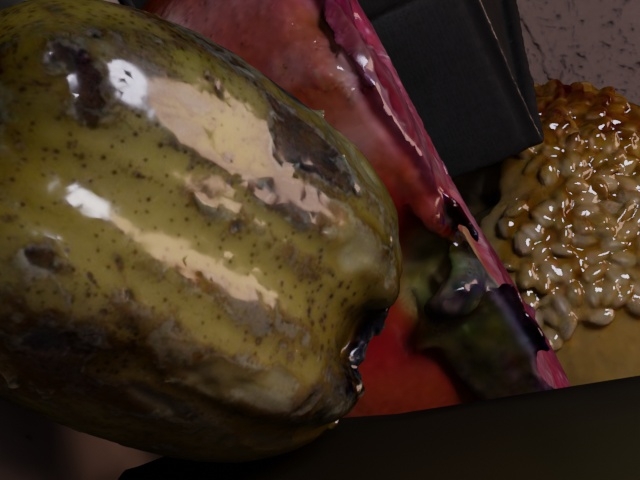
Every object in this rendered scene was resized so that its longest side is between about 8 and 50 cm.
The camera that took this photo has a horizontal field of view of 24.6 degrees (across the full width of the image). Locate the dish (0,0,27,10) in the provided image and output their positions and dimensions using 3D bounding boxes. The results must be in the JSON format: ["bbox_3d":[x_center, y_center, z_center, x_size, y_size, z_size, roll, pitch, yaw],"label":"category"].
[{"bbox_3d":[-0.181,-0.192,0.592,0.182,0.080,0.243,-97,162,-46],"label":"dish"}]

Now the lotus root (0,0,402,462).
[{"bbox_3d":[-0.086,-0.012,0.528,0.278,0.154,0.154,28,37,-38],"label":"lotus root"}]

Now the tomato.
[{"bbox_3d":[-0.001,0.006,0.775,0.335,0.176,0.290,57,9,-17],"label":"tomato"}]

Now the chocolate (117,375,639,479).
[{"bbox_3d":[0.068,0.231,0.510,0.314,0.326,0.297,-61,145,-76],"label":"chocolate"}]

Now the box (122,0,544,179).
[{"bbox_3d":[0.011,-0.193,1.065,0.251,0.204,0.345,62,15,-23],"label":"box"}]

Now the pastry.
[{"bbox_3d":[0.156,0.014,1.066,0.184,0.315,0.284,45,54,-55],"label":"pastry"}]
